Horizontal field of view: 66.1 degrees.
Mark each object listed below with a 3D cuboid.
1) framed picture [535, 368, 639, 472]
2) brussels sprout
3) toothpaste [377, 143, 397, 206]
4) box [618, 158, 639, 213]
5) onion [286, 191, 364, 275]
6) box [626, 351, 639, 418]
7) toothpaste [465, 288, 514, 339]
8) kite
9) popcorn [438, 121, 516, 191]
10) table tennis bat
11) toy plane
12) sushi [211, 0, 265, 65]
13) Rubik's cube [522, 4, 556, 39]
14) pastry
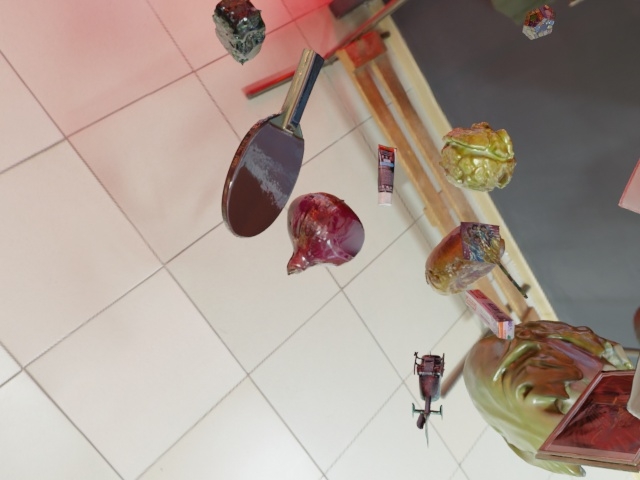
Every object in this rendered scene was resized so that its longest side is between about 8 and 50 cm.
[{"bbox_3d":[0.544,0.316,0.908,0.273,0.216,0.016,-33,88,-29],"label":"framed picture"},{"bbox_3d":[0.558,0.377,1.249,0.425,0.361,0.342,4,82,-38],"label":"brussels sprout"},{"bbox_3d":[0.210,-0.207,1.562,0.071,0.045,0.193,6,83,-23],"label":"toothpaste"},{"bbox_3d":[0.604,-0.109,0.527,0.314,0.312,0.300,1,115,-27],"label":"box"},{"bbox_3d":[0.000,0.000,1.148,0.218,0.140,0.195,-52,129,-19],"label":"onion"},{"bbox_3d":[0.473,0.149,0.318,0.396,0.396,0.111,13,91,-38],"label":"box"},{"bbox_3d":[0.387,0.167,1.134,0.040,0.196,0.047,-5,105,-3],"label":"toothpaste"},{"bbox_3d":[0.142,0.017,0.418,0.002,0.044,0.078,-24,92,-41],"label":"kite"},{"bbox_3d":[0.576,-0.313,1.841,0.247,0.282,0.282,-17,93,-15],"label":"popcorn"},{"bbox_3d":[-0.035,-0.074,0.395,0.095,0.014,0.158,5,109,-65],"label":"table tennis bat"},{"bbox_3d":[0.360,0.488,1.612,0.381,0.106,0.155,-57,141,-63],"label":"toy plane"},{"bbox_3d":[-0.232,-0.619,1.447,0.124,0.225,0.127,-41,89,-11],"label":"sushi"},{"bbox_3d":[0.740,-0.738,1.667,0.111,0.111,0.093,-31,108,-28],"label":"Rubik's cube"},{"bbox_3d":[0.563,0.079,1.930,0.356,0.356,0.164,-16,50,-30],"label":"pastry"}]
